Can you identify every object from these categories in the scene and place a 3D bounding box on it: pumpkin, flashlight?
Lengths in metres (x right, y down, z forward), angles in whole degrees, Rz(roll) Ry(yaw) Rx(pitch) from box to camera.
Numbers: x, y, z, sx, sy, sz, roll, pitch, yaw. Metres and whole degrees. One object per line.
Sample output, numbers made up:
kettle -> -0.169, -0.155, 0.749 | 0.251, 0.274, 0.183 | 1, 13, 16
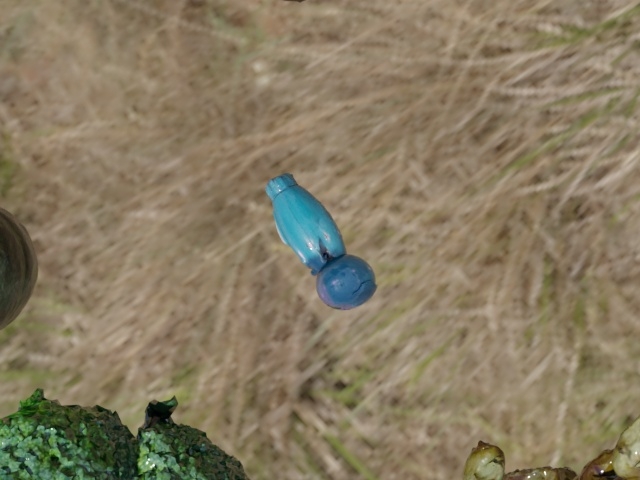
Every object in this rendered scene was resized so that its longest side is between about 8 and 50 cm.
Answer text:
pumpkin -> -0.308, 0.019, 1.424 | 0.167, 0.167, 0.125 | 25, 95, 20
flashlight -> 0.000, 0.000, 1.456 | 0.051, 0.051, 0.129 | -48, 64, 37

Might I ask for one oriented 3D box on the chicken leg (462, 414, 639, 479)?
chicken leg -> 0.076, 0.090, 0.546 | 0.178, 0.070, 0.093 | 111, 140, -62

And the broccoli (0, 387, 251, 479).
broccoli -> -0.133, 0.212, 0.822 | 0.269, 0.269, 0.254 | 16, 159, 25

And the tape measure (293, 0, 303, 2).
tape measure -> -0.030, -0.261, 1.298 | 0.181, 0.182, 0.107 | -39, 66, 28
